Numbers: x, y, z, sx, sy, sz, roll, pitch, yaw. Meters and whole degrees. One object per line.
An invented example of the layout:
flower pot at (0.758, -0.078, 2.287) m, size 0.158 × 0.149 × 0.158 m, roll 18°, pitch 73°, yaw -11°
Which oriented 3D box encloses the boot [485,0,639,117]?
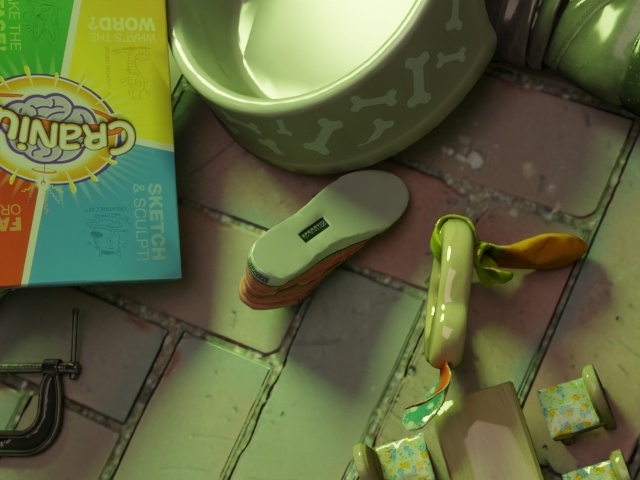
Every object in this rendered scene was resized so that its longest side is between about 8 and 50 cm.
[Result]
boot at (0.284, -0.285, 1.373) m, size 0.222 × 0.118 × 0.338 m, roll 27°, pitch 77°, yaw 28°

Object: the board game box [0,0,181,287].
board game box at (-0.258, -0.113, 1.388) m, size 0.242 × 0.064 × 0.317 m, roll -3°, pitch 86°, yaw -22°

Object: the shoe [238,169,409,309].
shoe at (0.000, 0.000, 1.385) m, size 0.178 × 0.081 × 0.063 m, roll -32°, pitch 76°, yaw -28°

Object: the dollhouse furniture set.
dollhouse furniture set at (0.150, 0.231, 1.204) m, size 0.212 × 0.161 × 0.242 m, roll -20°, pitch 67°, yaw 10°

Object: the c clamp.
c clamp at (-0.303, 0.142, 1.452) m, size 0.160 × 0.022 × 0.137 m, roll -7°, pitch 75°, yaw 13°

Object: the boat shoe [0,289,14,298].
boat shoe at (-0.304, 0.003, 1.465) m, size 0.081 × 0.079 × 0.227 m, roll 21°, pitch 76°, yaw 26°

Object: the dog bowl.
dog bowl at (0.004, -0.242, 1.407) m, size 0.348 × 0.102 × 0.349 m, roll -11°, pitch 67°, yaw 28°

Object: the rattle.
rattle at (0.146, 0.079, 1.277) m, size 0.142 × 0.130 × 0.200 m, roll 19°, pitch 40°, yaw -12°
